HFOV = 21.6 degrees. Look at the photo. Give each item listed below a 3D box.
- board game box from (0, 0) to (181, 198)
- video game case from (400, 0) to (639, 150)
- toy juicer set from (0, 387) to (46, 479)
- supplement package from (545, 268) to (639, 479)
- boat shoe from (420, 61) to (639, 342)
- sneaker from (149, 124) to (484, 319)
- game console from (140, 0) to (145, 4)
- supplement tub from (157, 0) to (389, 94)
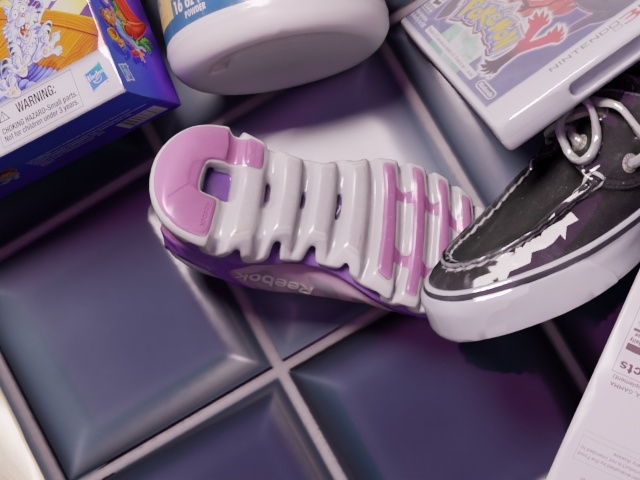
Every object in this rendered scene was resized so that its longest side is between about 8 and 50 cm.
[{"bbox_3d":[-0.289,-0.123,1.103,0.347,0.078,0.233,-26,79,20],"label":"board game box"},{"bbox_3d":[0.153,-0.150,1.024,0.183,0.201,0.023,-35,118,4],"label":"video game case"},{"bbox_3d":[-0.306,0.133,1.108,0.329,0.089,0.209,-15,73,18],"label":"toy juicer set"},{"bbox_3d":[0.272,0.138,0.943,0.261,0.204,0.145,25,86,12],"label":"supplement package"},{"bbox_3d":[0.178,-0.057,0.999,0.306,0.113,0.105,-32,113,-6],"label":"boat shoe"},{"bbox_3d":[0.000,0.000,1.073,0.236,0.104,0.095,15,64,-10],"label":"sneaker"},{"bbox_3d":[-0.190,-0.190,1.128,0.124,0.085,0.144,-26,78,-2],"label":"game console"},{"bbox_3d":[-0.044,-0.207,1.076,0.144,0.144,0.200,-14,80,8],"label":"supplement tub"}]
